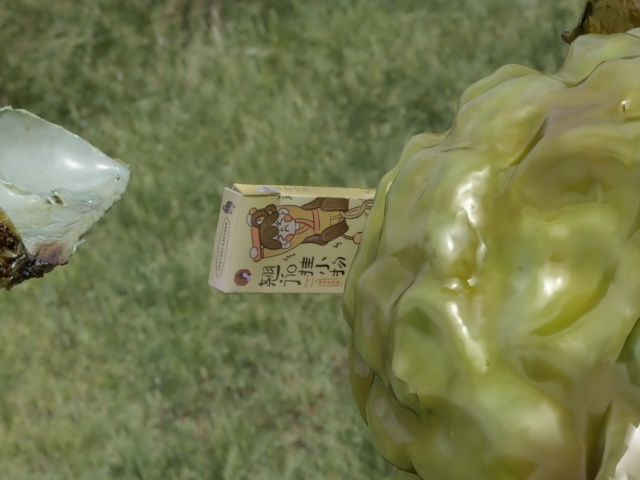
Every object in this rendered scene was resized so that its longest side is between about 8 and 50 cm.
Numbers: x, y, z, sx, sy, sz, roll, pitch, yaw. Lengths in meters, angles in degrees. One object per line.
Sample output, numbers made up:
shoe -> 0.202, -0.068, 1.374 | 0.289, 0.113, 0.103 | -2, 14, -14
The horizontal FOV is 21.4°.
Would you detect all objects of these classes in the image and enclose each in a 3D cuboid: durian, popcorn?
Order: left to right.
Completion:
durian -> -0.243, -0.030, 1.336 | 0.139, 0.144, 0.252 | 2, 16, 9
popcorn -> 0.140, 0.044, 0.547 | 0.258, 0.270, 0.224 | 136, 159, -82

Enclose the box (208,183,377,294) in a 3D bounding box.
box -> 0.000, 0.000, 1.140 | 0.149, 0.073, 0.020 | 0, 23, -26

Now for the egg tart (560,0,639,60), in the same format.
egg tart -> 0.286, -0.083, 1.025 | 0.178, 0.443, 0.443 | -27, 28, -19
